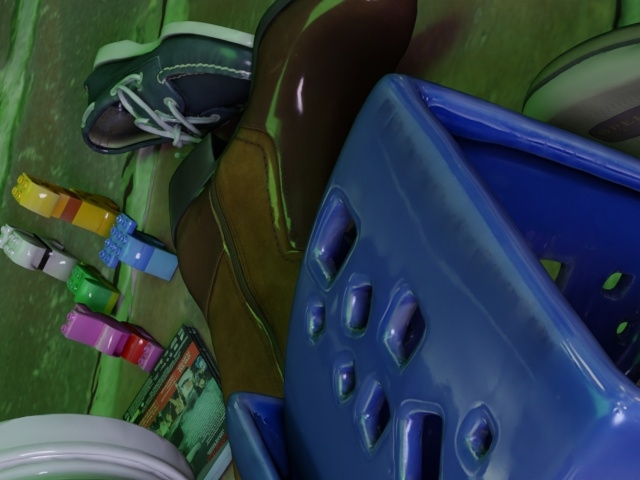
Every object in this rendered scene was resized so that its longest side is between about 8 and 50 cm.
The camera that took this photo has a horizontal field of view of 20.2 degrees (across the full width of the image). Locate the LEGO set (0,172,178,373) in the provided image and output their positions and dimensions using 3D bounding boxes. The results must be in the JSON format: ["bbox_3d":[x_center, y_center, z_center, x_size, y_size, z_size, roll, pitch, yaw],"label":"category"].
[{"bbox_3d":[-0.185,0.004,1.321,0.227,0.093,0.087,35,101,55],"label":"LEGO set"}]

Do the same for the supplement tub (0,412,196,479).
[{"bbox_3d":[-0.138,0.277,0.990,0.228,0.228,0.316,-46,40,29],"label":"supplement tub"}]

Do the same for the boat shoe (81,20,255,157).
[{"bbox_3d":[-0.103,-0.103,1.269,0.254,0.095,0.079,0,70,55],"label":"boat shoe"}]

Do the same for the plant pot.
[{"bbox_3d":[0.103,0.095,0.771,0.212,0.236,0.236,-58,36,23],"label":"plant pot"}]

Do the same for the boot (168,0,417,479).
[{"bbox_3d":[0.000,0.000,1.075,0.264,0.096,0.280,-45,41,29],"label":"boot"}]

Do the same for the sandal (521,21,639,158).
[{"bbox_3d":[0.208,-0.066,0.819,0.302,0.120,0.086,-28,45,55],"label":"sandal"}]

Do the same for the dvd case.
[{"bbox_3d":[-0.091,0.122,1.201,0.087,0.013,0.119,-57,35,15],"label":"dvd case"}]
